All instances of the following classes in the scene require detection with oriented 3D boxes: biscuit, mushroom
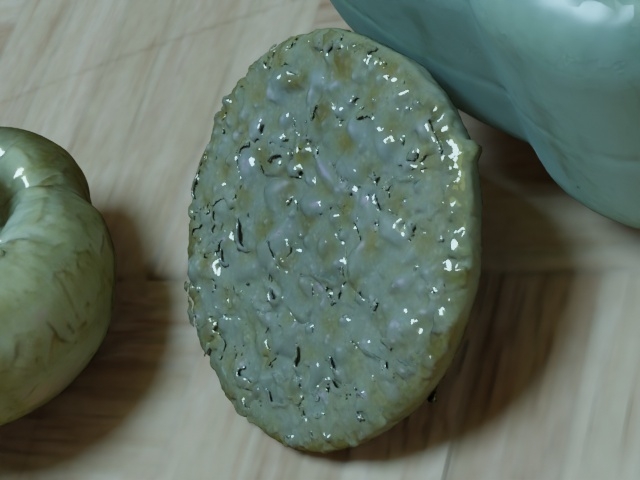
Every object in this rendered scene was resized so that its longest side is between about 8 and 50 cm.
[{"bbox_3d":[0.000,0.000,0.475,0.152,0.020,0.152,-3,87,50],"label":"biscuit"},{"bbox_3d":[-0.148,0.014,0.543,0.148,0.112,0.148,-13,27,7],"label":"mushroom"}]

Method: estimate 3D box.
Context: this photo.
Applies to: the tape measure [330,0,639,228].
[{"bbox_3d":[0.129,-0.133,0.458,0.243,0.125,0.246,-42,47,-8],"label":"tape measure"}]
